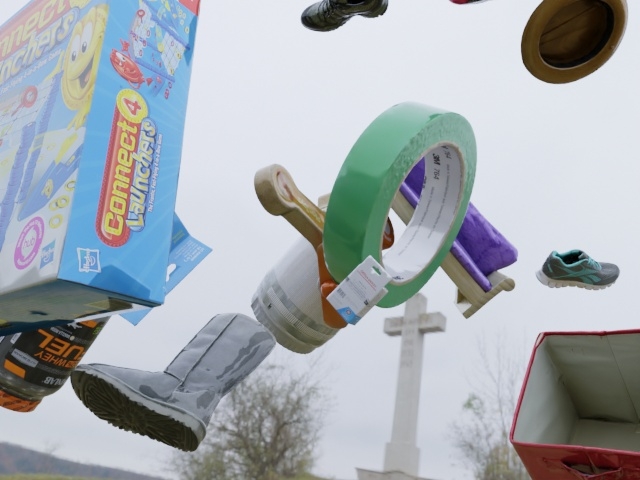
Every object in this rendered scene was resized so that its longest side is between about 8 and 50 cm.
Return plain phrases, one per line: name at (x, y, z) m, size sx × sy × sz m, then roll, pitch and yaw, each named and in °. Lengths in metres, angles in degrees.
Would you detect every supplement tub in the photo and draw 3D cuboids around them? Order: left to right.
supplement tub at (-0.363, 0.122, 0.769) m, size 0.116 × 0.191 × 0.117 m, roll 33°, pitch -6°, yaw 4°

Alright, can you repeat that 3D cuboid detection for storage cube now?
storage cube at (0.380, 0.249, 0.744) m, size 0.183 × 0.215 × 0.193 m, roll -10°, pitch -57°, yaw 40°

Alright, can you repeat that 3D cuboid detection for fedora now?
fedora at (0.436, -0.374, 1.023) m, size 0.194 × 0.079 × 0.195 m, roll -5°, pitch -55°, yaw -7°

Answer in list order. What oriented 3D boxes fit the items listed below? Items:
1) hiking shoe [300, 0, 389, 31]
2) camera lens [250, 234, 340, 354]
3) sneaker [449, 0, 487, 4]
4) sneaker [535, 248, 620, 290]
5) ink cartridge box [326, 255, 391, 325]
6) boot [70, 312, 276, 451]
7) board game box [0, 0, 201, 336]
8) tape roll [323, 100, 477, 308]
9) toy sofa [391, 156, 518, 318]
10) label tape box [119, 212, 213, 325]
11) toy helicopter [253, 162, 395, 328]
hiking shoe at (0.044, -0.576, 1.396) m, size 0.226 × 0.086 × 0.114 m, roll -8°, pitch -14°, yaw 23°
camera lens at (-0.001, 0.100, 1.338) m, size 0.219 × 0.219 × 0.274 m, roll 30°, pitch -68°, yaw -32°
sneaker at (0.309, -0.440, 0.856) m, size 0.121 × 0.112 × 0.299 m, roll 60°, pitch -30°, yaw -1°
sneaker at (0.507, 0.052, 1.121) m, size 0.166 × 0.065 × 0.076 m, roll -1°, pitch -50°, yaw -8°
ink cartridge box at (0.055, 0.067, 0.771) m, size 0.048 × 0.083 × 0.028 m, roll 47°, pitch 7°, yaw 27°
boot at (-0.176, 0.152, 0.734) m, size 0.189 × 0.209 × 0.076 m, roll 24°, pitch -54°, yaw 5°
board game box at (-0.254, -0.076, 0.530) m, size 0.308 × 0.302 × 0.086 m, roll -14°, pitch -25°, yaw 35°
tape roll at (0.135, -0.053, 0.916) m, size 0.077 × 0.321 × 0.321 m, roll 26°, pitch -17°, yaw 34°
toy sofa at (0.237, -0.040, 1.153) m, size 0.363 × 0.177 × 0.150 m, roll 50°, pitch 6°, yaw 2°
label tape box at (-0.433, -0.009, 1.213) m, size 0.333 × 0.241 × 0.106 m, roll 27°, pitch -34°, yaw 22°
toy helicopter at (0.000, 0.000, 1.015) m, size 0.140 × 0.235 × 0.355 m, roll -18°, pitch -39°, yaw 29°
